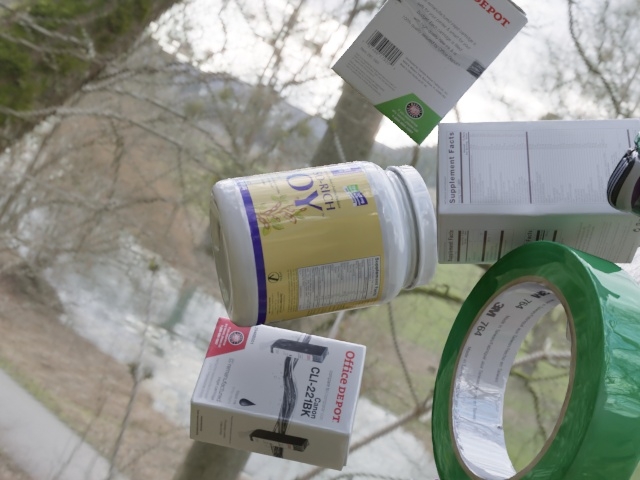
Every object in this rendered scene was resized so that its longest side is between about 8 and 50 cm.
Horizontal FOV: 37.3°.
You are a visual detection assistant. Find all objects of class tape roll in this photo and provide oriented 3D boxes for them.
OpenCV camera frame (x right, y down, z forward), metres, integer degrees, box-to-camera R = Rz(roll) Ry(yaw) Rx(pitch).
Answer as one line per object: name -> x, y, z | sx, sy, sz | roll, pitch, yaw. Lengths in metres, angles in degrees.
tape roll -> 0.238, 0.163, 1.056 | 0.077, 0.321, 0.321 | 18, 4, -20

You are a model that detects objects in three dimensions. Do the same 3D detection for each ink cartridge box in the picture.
ink cartridge box -> 0.146, -0.264, 1.272 | 0.160, 0.219, 0.092 | 41, 13, -3
ink cartridge box -> -0.069, 0.261, 1.633 | 0.272, 0.114, 0.197 | 12, 44, 2

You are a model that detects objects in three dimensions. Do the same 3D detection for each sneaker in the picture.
sneaker -> 0.385, -0.115, 0.961 | 0.098, 0.224, 0.083 | 27, 25, 3

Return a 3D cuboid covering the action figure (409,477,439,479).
action figure -> 0.265, 0.622, 1.857 | 0.370, 0.248, 0.276 | 42, -11, 28

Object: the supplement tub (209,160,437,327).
supplement tub -> 0.000, 0.000, 1.540 | 0.331, 0.241, 0.241 | -9, 10, -13

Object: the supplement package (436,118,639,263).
supplement package -> 0.266, -0.058, 1.173 | 0.244, 0.139, 0.134 | 0, -28, 7

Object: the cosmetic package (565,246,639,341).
cosmetic package -> 0.598, 0.103, 1.708 | 0.309, 0.113, 0.160 | -21, 32, -36
